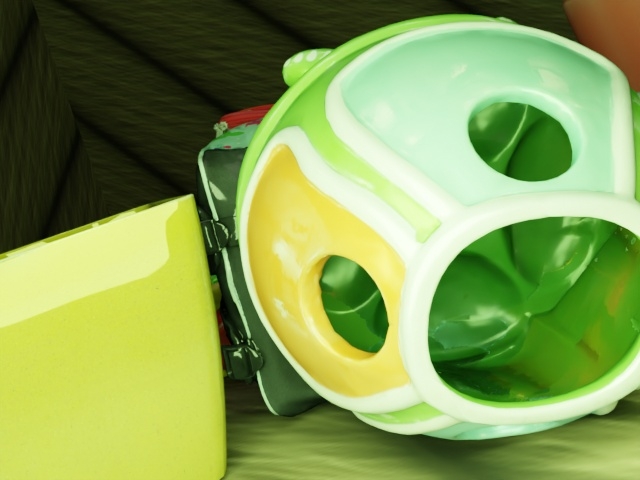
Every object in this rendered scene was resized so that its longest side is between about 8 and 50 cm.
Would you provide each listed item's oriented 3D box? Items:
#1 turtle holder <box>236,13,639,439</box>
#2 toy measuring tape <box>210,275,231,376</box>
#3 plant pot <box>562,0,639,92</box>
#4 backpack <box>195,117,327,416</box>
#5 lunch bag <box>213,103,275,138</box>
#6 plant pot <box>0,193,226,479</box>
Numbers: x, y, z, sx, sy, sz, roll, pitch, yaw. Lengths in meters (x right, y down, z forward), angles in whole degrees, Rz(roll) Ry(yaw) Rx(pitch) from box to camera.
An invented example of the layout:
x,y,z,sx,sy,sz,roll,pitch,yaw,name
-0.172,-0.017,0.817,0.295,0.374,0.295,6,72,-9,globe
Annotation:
x,y,z,sx,sy,sz,roll,pitch,yaw,name
0.115,0.008,0.571,0.320,0.243,0.227,20,13,-16,turtle holder
-0.147,0.114,0.957,0.330,0.121,0.121,-41,10,-9,toy measuring tape
0.404,-0.166,0.974,0.274,0.243,0.275,-18,6,2,plant pot
0.000,0.000,0.810,0.191,0.225,0.253,-16,9,-3,backpack
0.026,-0.114,1.214,0.293,0.120,0.258,-2,4,27,lunch bag
-0.173,0.092,0.693,0.212,0.187,0.212,-20,7,-16,plant pot
